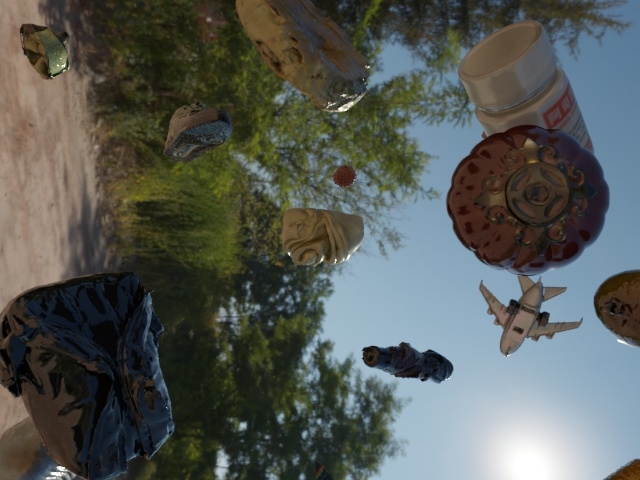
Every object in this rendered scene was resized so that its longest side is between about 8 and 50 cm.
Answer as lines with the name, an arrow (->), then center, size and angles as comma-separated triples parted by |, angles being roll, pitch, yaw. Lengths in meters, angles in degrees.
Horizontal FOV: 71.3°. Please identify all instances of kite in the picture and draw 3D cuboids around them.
kite -> 0.003, 0.482, 0.859 | 0.004, 0.090, 0.122 | -14, -105, 53

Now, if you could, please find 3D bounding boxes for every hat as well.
hat -> -0.451, -0.315, 0.743 | 0.076, 0.059, 0.077 | 47, -42, 9

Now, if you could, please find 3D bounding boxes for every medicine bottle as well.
medicine bottle -> 0.500, -0.310, 1.080 | 0.211, 0.371, 0.211 | -29, -146, 22

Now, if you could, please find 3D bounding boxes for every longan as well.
longan -> 0.561, 0.121, 0.780 | 0.155, 0.176, 0.145 | 148, -59, -62

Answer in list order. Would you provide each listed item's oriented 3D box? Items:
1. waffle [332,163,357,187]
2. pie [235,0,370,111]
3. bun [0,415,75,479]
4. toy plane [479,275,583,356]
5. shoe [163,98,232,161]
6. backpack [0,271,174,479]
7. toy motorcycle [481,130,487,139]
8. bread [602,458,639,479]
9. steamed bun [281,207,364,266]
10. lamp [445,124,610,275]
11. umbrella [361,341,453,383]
waffle -> 0.082, -0.217, 1.507 | 0.083, 0.075, 0.029 | -53, -160, 23
pie -> -0.025, -0.405, 0.910 | 0.083, 0.339, 0.339 | -41, -137, 36
bun -> -0.835, 0.633, 1.375 | 0.362, 0.211, 0.362 | -48, 169, -13
toy plane -> 0.513, 0.203, 1.143 | 0.101, 0.251, 0.255 | -36, 143, -56
shoe -> -0.320, -0.312, 1.155 | 0.293, 0.109, 0.149 | -14, -113, 48
backpack -> -0.494, 0.291, 0.997 | 0.255, 0.363, 0.445 | -24, -92, 32
toy motorcycle -> 0.619, -0.333, 1.553 | 0.084, 0.118, 0.212 | -112, -179, -46
bread -> 0.662, 0.648, 0.913 | 0.337, 0.328, 0.148 | -45, -167, -4
steamed bun -> 0.001, 0.000, 1.625 | 0.276, 0.289, 0.203 | 129, -30, -81
lamp -> 0.413, -0.079, 0.909 | 0.257, 0.303, 0.303 | 1, 93, -77
umbrella -> 0.229, 0.311, 1.143 | 0.090, 0.326, 0.094 | -17, -121, 45
